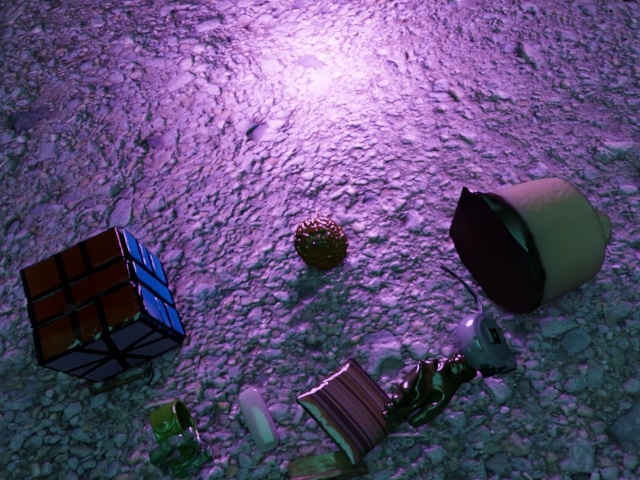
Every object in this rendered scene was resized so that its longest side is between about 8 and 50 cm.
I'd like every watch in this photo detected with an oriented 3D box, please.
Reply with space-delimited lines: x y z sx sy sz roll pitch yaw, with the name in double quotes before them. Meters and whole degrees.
"watch" -0.362 0.493 1.362 0.131 0.165 0.152 -30 41 -3

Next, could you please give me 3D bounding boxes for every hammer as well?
"hammer" -0.542 0.391 1.486 0.182 0.017 0.062 -21 65 1

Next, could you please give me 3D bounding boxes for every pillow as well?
"pillow" 0.079 0.410 1.322 0.212 0.052 0.208 -26 62 -41

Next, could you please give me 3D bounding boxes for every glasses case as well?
"glasses case" -0.158 0.457 1.384 0.063 0.041 0.164 -30 66 -3

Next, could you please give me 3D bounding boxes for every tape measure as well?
"tape measure" 0.379 0.180 1.366 0.084 0.164 0.330 -35 64 32

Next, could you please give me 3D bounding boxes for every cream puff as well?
"cream puff" 0.000 0.000 1.516 0.165 0.115 0.150 14 72 15

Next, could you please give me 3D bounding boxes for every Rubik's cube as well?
"Rubik's cube" -0.563 0.178 1.435 0.293 0.288 0.283 -24 65 0

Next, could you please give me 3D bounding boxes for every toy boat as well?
"toy boat" 0.018 0.539 1.283 0.188 0.116 0.061 -13 60 3

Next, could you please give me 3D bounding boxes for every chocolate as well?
"chocolate" 0.529 -0.013 1.350 0.297 0.314 0.326 -28 62 -14

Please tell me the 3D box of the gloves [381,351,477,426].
"gloves" 0.262 0.363 1.328 0.268 0.107 0.135 -22 73 -20
